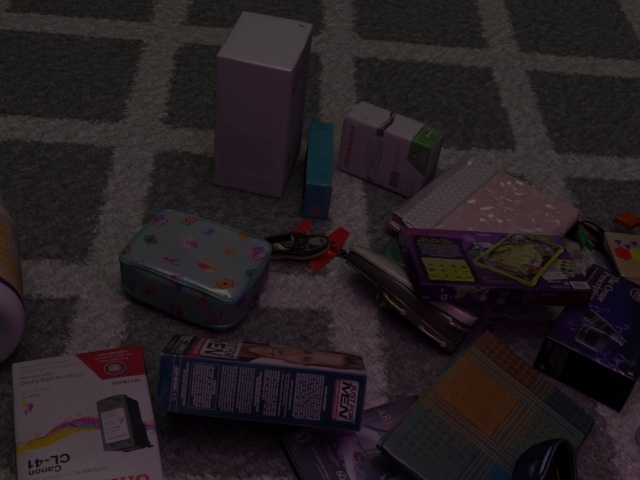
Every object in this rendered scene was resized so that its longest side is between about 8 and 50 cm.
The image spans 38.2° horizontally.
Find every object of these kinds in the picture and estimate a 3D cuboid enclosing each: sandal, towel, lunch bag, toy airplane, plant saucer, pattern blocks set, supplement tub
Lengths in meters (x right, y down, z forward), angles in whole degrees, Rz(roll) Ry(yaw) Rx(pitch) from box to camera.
[{"bbox_3d":[0.624,-0.013,2.102,0.179,0.040,0.067,30,48,23],"label":"sandal"},{"bbox_3d":[0.299,0.343,1.624,0.271,0.040,0.370,41,48,13],"label":"towel"},{"bbox_3d":[-0.241,0.053,1.852,0.279,0.108,0.224,20,40,12],"label":"lunch bag"},{"bbox_3d":[0.000,0.000,2.005,0.151,0.028,0.151,4,43,-4],"label":"toy airplane"},{"bbox_3d":[0.368,-0.051,2.062,0.317,0.053,0.332,33,49,25],"label":"towel"},{"bbox_3d":[0.191,0.034,2.001,0.119,0.021,0.119,4,42,-4],"label":"plant saucer"},{"bbox_3d":[0.723,0.047,2.040,0.325,0.026,0.285,12,44,-7],"label":"pattern blocks set"},{"bbox_3d":[-0.672,0.055,1.687,0.241,0.241,0.331,-7,44,-16],"label":"supplement tub"}]

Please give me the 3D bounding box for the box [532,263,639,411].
[{"bbox_3d":[0.565,0.186,1.830,0.184,0.103,0.261,29,46,18],"label":"box"}]

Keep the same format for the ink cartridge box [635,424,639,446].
[{"bbox_3d":[0.692,0.374,1.647,0.203,0.086,0.148,-1,43,-11],"label":"ink cartridge box"}]

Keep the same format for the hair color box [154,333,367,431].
[{"bbox_3d":[-0.099,0.243,1.605,0.347,0.105,0.174,7,5,-2],"label":"hair color box"}]

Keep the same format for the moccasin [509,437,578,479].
[{"bbox_3d":[0.348,0.463,1.440,0.138,0.117,0.342,17,51,-16],"label":"moccasin"}]

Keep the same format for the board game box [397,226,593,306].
[{"bbox_3d":[0.342,0.051,1.839,0.347,0.056,0.208,3,36,-10],"label":"board game box"}]

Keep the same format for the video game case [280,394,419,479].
[{"bbox_3d":[0.093,0.380,1.599,0.274,0.026,0.196,-13,46,-21],"label":"video game case"}]

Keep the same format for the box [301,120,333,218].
[{"bbox_3d":[-0.005,-0.167,2.135,0.060,0.100,0.244,6,42,-3],"label":"box"}]

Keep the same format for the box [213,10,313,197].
[{"bbox_3d":[-0.132,-0.304,2.087,0.168,0.345,0.215,12,41,5],"label":"box"}]

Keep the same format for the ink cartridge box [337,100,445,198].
[{"bbox_3d":[0.162,-0.212,2.165,0.219,0.160,0.092,24,43,17],"label":"ink cartridge box"}]

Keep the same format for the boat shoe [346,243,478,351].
[{"bbox_3d":[0.166,0.110,1.850,0.305,0.091,0.109,33,13,23],"label":"boat shoe"}]

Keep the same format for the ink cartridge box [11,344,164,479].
[{"bbox_3d":[-0.379,0.334,1.503,0.226,0.131,0.306,-7,42,-16],"label":"ink cartridge box"}]

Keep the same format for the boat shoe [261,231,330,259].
[{"bbox_3d":[-0.056,0.009,1.951,0.152,0.049,0.056,-9,60,2],"label":"boat shoe"}]
